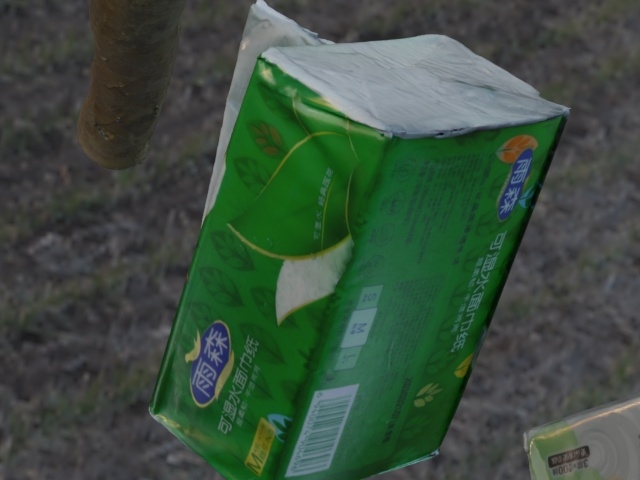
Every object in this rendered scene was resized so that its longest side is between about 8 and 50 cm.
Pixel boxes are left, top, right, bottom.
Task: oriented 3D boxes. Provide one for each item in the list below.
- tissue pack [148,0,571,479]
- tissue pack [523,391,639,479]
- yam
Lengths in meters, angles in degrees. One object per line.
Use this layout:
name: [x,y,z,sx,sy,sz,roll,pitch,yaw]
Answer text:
tissue pack: [0.001,-0.001,0.952,0.148,0.209,0.156,-9,35,-44]
tissue pack: [0.285,0.179,1.329,0.159,0.229,0.145,15,61,-43]
yam: [-0.131,-0.126,1.301,0.066,0.300,0.066,3,69,-8]
